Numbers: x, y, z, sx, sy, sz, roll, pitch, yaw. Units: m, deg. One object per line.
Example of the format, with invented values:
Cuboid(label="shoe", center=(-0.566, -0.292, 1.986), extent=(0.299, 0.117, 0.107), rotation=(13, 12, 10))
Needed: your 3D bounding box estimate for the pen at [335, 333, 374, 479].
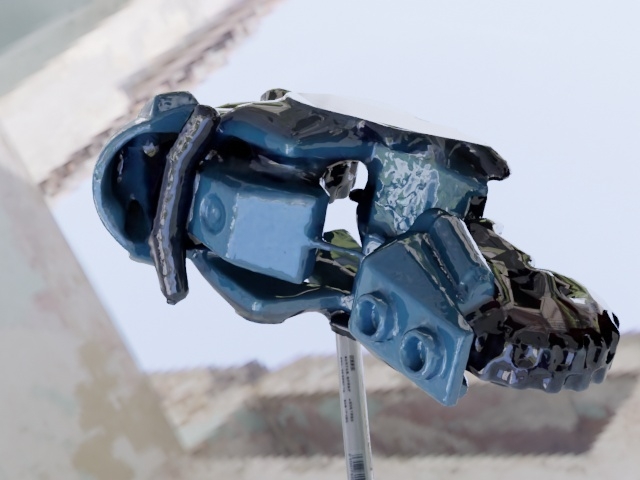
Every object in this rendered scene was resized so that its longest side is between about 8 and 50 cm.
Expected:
Cuboid(label="pen", center=(0.030, 0.143, 1.536), extent=(0.026, 0.218, 0.026), rotation=(-5, 162, -2))

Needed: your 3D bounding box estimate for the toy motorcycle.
Cuboid(label="toy motorcycle", center=(0.000, 0.000, 1.129), extent=(0.232, 0.172, 0.416), rotation=(-4, -152, -35))
